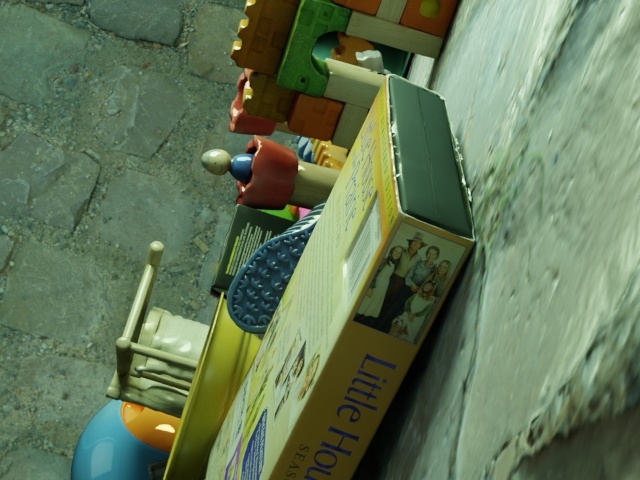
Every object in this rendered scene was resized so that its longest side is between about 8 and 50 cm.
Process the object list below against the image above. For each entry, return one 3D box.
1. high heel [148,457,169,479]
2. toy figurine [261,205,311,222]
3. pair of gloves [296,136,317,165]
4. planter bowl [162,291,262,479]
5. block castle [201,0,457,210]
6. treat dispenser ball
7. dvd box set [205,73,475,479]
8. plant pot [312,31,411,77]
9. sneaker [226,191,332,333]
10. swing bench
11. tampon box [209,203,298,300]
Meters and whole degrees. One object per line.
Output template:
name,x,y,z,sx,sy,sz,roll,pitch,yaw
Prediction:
high heel,-0.125,0.415,1.948,0.093,0.186,0.261,66,-173,-85
toy figurine,0.000,0.000,1.732,0.159,0.130,0.173,-136,42,-76
pair of gloves,0.014,-0.134,1.889,0.198,0.023,0.159,64,144,33
planter bowl,-0.092,0.169,1.395,0.217,0.090,0.217,-163,90,-86
block castle,0.005,-0.271,1.576,0.303,0.213,0.453,-101,28,-60
treat dispenser ball,-0.247,0.368,2.129,0.288,0.288,0.288,-162,90,-86
dvd box set,-0.002,0.102,1.097,0.307,0.062,0.420,-89,23,-66
plant pot,0.066,-0.340,1.842,0.234,0.165,0.165,-70,-1,-63
sneaker,0.001,0.011,1.322,0.232,0.081,0.090,-42,-10,-14
swing bench,-0.144,0.164,1.819,0.255,0.253,0.165,112,174,-56
tampon box,-0.039,0.036,1.583,0.120,0.161,0.101,125,162,-80
